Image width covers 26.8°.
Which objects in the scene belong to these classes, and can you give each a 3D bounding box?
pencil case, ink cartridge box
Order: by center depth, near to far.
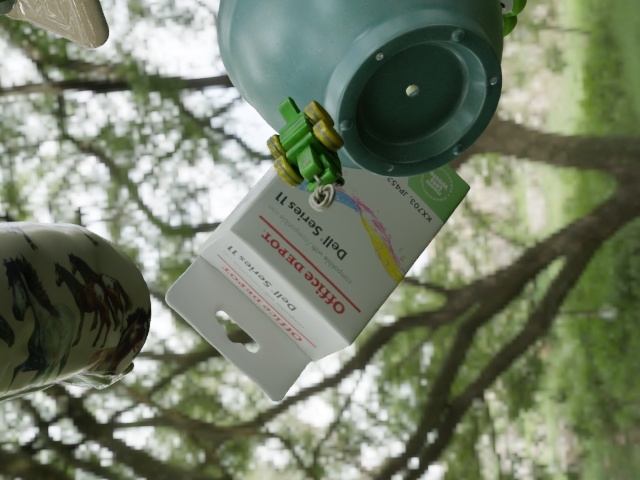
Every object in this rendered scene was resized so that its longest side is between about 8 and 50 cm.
[{"bbox_3d":[-0.290,0.076,1.162,0.410,0.160,0.183,-6,-101,-73],"label":"pencil case"},{"bbox_3d":[0.000,0.000,1.632,0.207,0.119,0.353,43,-118,-8],"label":"ink cartridge box"}]

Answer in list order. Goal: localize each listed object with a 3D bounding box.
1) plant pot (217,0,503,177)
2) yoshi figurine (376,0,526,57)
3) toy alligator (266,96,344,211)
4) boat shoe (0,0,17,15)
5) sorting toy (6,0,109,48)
[{"bbox_3d":[0.063,-0.185,1.338,0.196,0.293,0.293,-119,8,-47],"label":"plant pot"},{"bbox_3d":[0.079,-0.310,1.638,0.203,0.362,0.203,131,153,-76],"label":"yoshi figurine"},{"bbox_3d":[-0.001,-0.062,1.107,0.051,0.056,0.190,42,-165,-30],"label":"toy alligator"},{"bbox_3d":[-0.254,-0.223,1.068,0.142,0.049,0.040,-99,12,-57],"label":"boat shoe"},{"bbox_3d":[-0.298,-0.305,1.391,0.038,0.208,0.193,-33,-56,-27],"label":"sorting toy"}]
